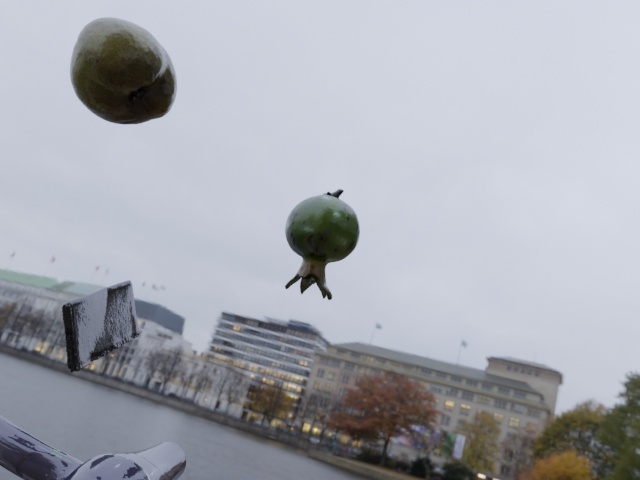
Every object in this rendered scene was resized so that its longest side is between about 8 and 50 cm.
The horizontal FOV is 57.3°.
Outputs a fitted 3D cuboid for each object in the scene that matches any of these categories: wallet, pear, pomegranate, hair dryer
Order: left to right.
[{"bbox_3d":[-0.366,0.279,0.802,0.361,0.121,0.301,28,-3,8],"label":"hair dryer"},{"bbox_3d":[-0.411,0.153,1.108,0.025,0.124,0.244,-3,6,9],"label":"wallet"},{"bbox_3d":[-0.315,-0.266,0.937,0.167,0.136,0.167,-22,-31,-14],"label":"pear"},{"bbox_3d":[0.006,0.010,1.183,0.156,0.220,0.156,-2,10,0],"label":"pomegranate"}]
